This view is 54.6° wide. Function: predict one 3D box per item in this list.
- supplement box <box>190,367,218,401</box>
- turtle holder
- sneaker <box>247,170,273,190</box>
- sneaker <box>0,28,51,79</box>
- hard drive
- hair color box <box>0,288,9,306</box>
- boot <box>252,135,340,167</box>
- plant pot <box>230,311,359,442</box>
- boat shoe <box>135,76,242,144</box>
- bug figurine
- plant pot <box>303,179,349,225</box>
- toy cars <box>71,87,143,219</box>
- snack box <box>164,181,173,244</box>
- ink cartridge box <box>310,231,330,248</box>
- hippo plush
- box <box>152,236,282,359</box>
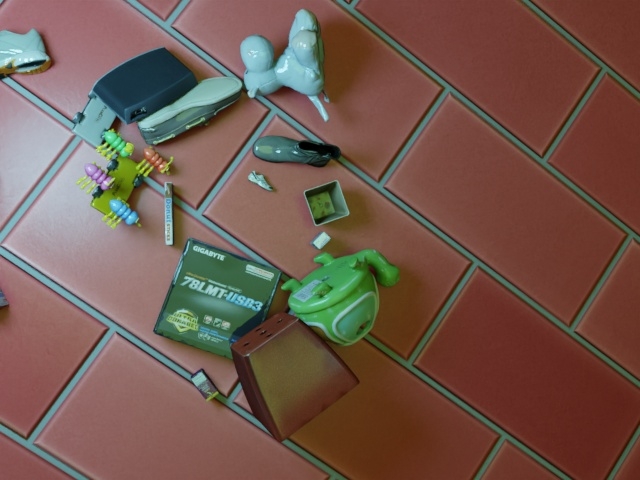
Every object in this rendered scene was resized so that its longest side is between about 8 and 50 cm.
[{"bbox_3d":[-0.338,0.420,1.808,0.043,0.055,0.083,-36,94,-9],"label":"supplement box"},{"bbox_3d":[0.065,0.159,1.819,0.320,0.243,0.227,-48,117,-45],"label":"turtle holder"},{"bbox_3d":[-0.175,-0.179,1.861,0.083,0.032,0.037,30,84,-9],"label":"sneaker"},{"bbox_3d":[-0.893,-0.518,1.717,0.262,0.099,0.121,-13,84,-18],"label":"sneaker"},{"bbox_3d":[-0.490,-0.444,1.739,0.172,0.054,0.254,43,61,13],"label":"hard drive"},{"bbox_3d":[-0.924,0.116,1.690,0.053,0.093,0.167,-28,94,-10],"label":"hair color box"},{"bbox_3d":[-0.071,-0.273,1.816,0.246,0.161,0.083,7,87,-10],"label":"boot"},{"bbox_3d":[-0.100,0.348,1.714,0.267,0.267,0.236,-34,102,-17],"label":"plant pot"},{"bbox_3d":[-0.372,-0.376,1.798,0.324,0.097,0.116,-28,49,-16],"label":"boat shoe"},{"bbox_3d":[-0.533,-0.180,1.700,0.216,0.072,0.279,40,55,-30],"label":"bug figurine"},{"bbox_3d":[0.010,-0.108,1.860,0.109,0.096,0.109,-20,91,-10],"label":"plant pot"},{"bbox_3d":[-0.611,-0.247,1.754,0.176,0.087,0.394,-14,90,-45],"label":"toy cars"},{"bbox_3d":[-0.437,-0.076,1.795,0.022,0.064,0.178,-1,89,-8],"label":"snack box"},{"bbox_3d":[0.000,0.000,1.862,0.028,0.083,0.048,45,82,-7],"label":"ink cartridge box"},{"bbox_3d":[-0.110,-0.521,1.823,0.236,0.234,0.294,-6,133,7],"label":"hippo plush"},{"bbox_3d":[-0.297,0.176,1.814,0.295,0.073,0.293,21,86,-10],"label":"box"}]
